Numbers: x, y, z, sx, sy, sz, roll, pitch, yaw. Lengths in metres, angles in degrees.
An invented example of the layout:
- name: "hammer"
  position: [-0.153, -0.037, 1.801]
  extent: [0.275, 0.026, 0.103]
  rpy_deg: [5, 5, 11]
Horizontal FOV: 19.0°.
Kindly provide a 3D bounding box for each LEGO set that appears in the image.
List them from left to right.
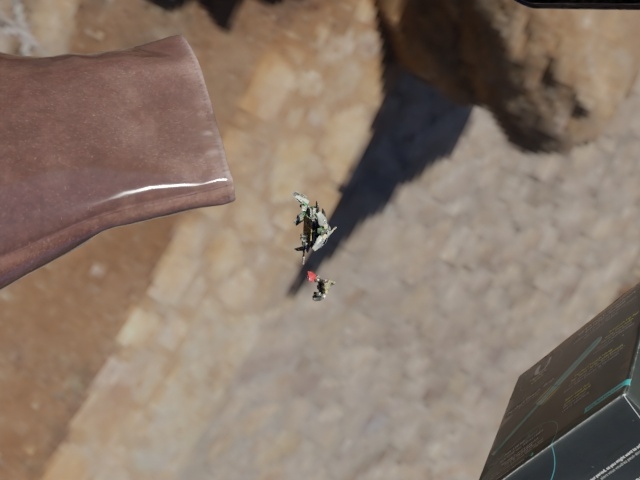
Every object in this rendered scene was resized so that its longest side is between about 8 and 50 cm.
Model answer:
- name: "LEGO set"
  position: [0.000, 0.002, 1.376]
  extent: [0.023, 0.054, 0.083]
  rpy_deg: [-6, 83, -20]

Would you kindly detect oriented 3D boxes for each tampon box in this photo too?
- name: "tampon box"
  position: [0.176, 0.116, 1.105]
  extent: [0.120, 0.101, 0.161]
  rpy_deg: [-41, -173, 28]

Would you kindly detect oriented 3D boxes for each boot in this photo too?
- name: "boot"
  position: [-0.139, -0.012, 0.830]
  extent: [0.207, 0.248, 0.090]
  rpy_deg: [-9, 129, -6]

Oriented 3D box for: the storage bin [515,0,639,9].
- name: "storage bin"
  position: [0.168, -0.231, 1.345]
  extent: [0.122, 0.180, 0.084]
  rpy_deg: [37, 79, -25]
